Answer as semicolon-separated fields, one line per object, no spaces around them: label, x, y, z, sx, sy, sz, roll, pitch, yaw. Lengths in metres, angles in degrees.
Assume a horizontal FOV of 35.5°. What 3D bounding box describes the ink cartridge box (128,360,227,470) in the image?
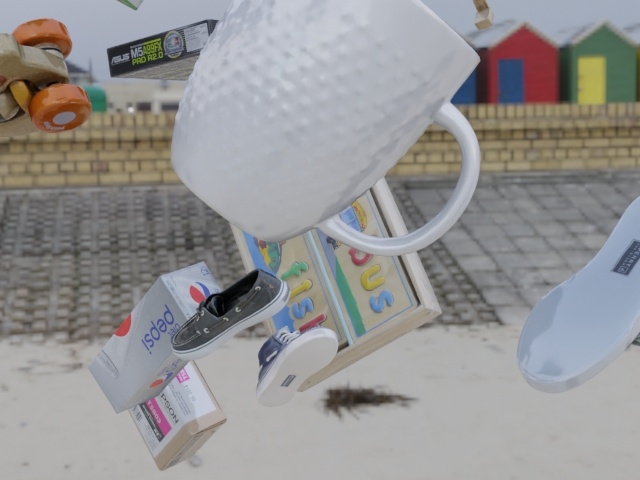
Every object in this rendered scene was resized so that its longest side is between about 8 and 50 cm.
ink cartridge box;-0.301;0.300;1.938;0.088;0.235;0.193;-19;-21;-37

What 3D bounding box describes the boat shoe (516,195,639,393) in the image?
boat shoe;0.333;0.073;1.133;0.113;0.105;0.306;17;54;37

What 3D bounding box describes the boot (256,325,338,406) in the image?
boot;-0.040;0.151;1.396;0.069;0.086;0.190;16;-43;-27

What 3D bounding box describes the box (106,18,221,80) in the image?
box;-0.239;-0.361;1.914;0.270;0.060;0.216;-6;3;36

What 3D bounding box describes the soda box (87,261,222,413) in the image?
soda box;-0.251;0.154;1.545;0.091;0.098;0.286;-21;-19;-46

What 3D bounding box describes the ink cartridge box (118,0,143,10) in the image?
ink cartridge box;-0.390;-0.480;1.637;0.208;0.087;0.153;31;0;25

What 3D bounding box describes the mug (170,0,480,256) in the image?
mug;0.019;-0.143;1.202;0.374;0.328;0.276;39;10;2

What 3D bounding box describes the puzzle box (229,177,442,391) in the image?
puzzle box;0.000;0.000;1.588;0.272;0.409;0.052;-32;-29;21

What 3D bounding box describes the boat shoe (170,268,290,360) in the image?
boat shoe;-0.093;0.067;0.941;0.142;0.040;0.049;-30;36;25

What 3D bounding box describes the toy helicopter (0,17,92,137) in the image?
toy helicopter;-0.496;-0.201;1.315;0.235;0.140;0.355;-31;-21;29

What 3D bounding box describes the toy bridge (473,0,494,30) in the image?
toy bridge;0.203;-0.390;1.446;0.026;0.063;0.188;-14;-46;32
